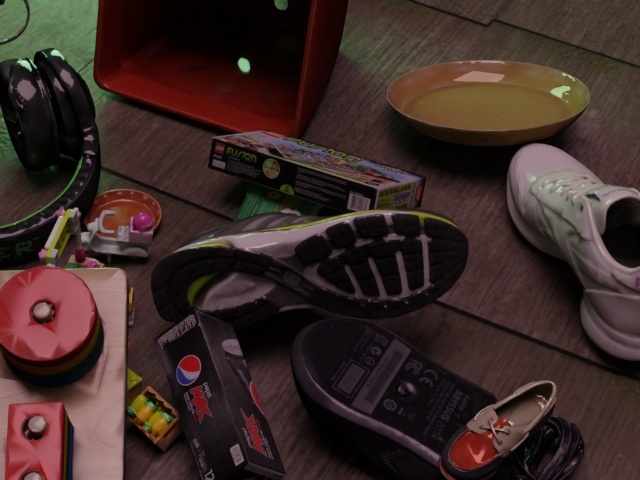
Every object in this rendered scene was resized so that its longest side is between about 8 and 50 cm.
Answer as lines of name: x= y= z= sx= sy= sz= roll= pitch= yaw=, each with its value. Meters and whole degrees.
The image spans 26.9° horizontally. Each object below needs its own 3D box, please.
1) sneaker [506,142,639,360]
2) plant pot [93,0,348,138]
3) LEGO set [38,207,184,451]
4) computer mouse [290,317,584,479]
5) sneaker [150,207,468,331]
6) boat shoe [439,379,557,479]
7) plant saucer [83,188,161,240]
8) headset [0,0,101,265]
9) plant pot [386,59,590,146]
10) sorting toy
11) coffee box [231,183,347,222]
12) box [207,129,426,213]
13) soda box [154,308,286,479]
sneaker: x=0.288 y=-0.023 z=1.374 sx=0.114 sy=0.152 sz=0.305 roll=-12 pitch=43 yaw=-15
plant pot: x=-0.086 y=-0.302 z=1.590 sx=0.267 sy=0.267 sz=0.236 roll=20 pitch=31 yaw=16
LEGO set: x=-0.207 y=0.065 z=1.265 sx=0.132 sy=0.107 sz=0.287 roll=-6 pitch=43 yaw=-12
computer mouse: x=0.085 y=0.174 z=1.207 sx=0.272 sy=0.072 sz=0.188 roll=33 pitch=46 yaw=12
sneaker: x=-0.009 y=0.010 z=1.288 sx=0.300 sy=0.111 sz=0.121 roll=-4 pitch=23 yaw=3
boat shoe: x=0.155 y=0.164 z=1.160 sx=0.137 sy=0.043 sz=0.049 roll=-27 pitch=64 yaw=-36
plant saucer: x=-0.211 y=-0.024 z=1.432 sx=0.083 sy=0.013 sz=0.083 roll=2 pitch=42 yaw=-2
headset: x=-0.362 y=-0.159 z=1.442 sx=0.243 sy=0.185 sz=0.394 roll=-2 pitch=53 yaw=-7
plant pot: x=0.195 y=-0.159 z=1.566 sx=0.236 sy=0.032 sz=0.236 roll=-2 pitch=26 yaw=1
sorting toy: x=-0.296 y=0.131 z=1.127 sx=0.257 sy=0.089 sz=0.255 roll=-2 pitch=63 yaw=-2
coffee box: x=0.000 y=0.000 z=1.404 sx=0.184 sy=0.040 sz=0.113 roll=13 pitch=42 yaw=10
box: x=-0.004 y=-0.073 z=1.434 sx=0.207 sy=0.036 sz=0.114 roll=18 pitch=18 yaw=26
soda box: x=-0.090 y=0.147 z=1.192 sx=0.053 sy=0.060 sz=0.169 roll=-37 pitch=53 yaw=19
